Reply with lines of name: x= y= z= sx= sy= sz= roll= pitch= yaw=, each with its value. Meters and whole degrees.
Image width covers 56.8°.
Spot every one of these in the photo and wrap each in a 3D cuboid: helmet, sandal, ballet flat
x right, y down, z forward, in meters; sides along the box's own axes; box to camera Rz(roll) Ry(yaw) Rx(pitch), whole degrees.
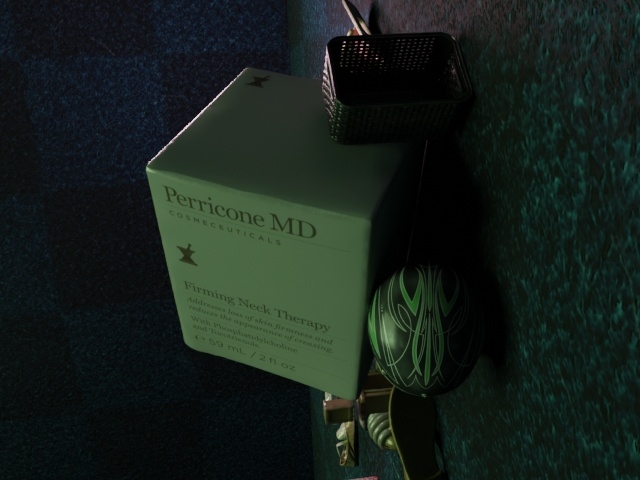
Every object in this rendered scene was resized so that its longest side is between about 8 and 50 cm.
helmet: x=0.139 y=0.112 z=0.781 sx=0.161 sy=0.170 sz=0.169 roll=-58 pitch=-34 yaw=-73
sandal: x=0.163 y=0.358 z=1.048 sx=0.079 sy=0.088 sz=0.239 roll=123 pitch=138 yaw=-69
ballet flat: x=0.086 y=0.662 z=1.954 sx=0.073 sy=0.067 sz=0.206 roll=-122 pitch=28 yaw=-75

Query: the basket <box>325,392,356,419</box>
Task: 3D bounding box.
basket: x=0.070 y=0.457 z=1.804 sx=0.113 sy=0.103 sz=0.167 roll=-128 pitch=33 yaw=-77

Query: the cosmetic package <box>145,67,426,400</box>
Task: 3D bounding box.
cosmetic package: x=-0.032 y=-0.017 z=0.977 sx=0.327 sy=0.330 sz=0.393 roll=-61 pitch=-21 yaw=-44

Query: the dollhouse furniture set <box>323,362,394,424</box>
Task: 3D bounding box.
dollhouse furniture set: x=0.091 y=0.261 z=1.177 sx=0.101 sy=0.182 sz=0.160 roll=-106 pitch=13 yaw=-59

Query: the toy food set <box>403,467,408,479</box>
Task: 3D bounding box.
toy food set: x=0.187 y=0.473 z=1.206 sx=0.082 sy=0.020 sz=0.083 roll=-105 pitch=12 yaw=-57

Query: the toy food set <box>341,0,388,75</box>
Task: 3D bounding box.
toy food set: x=0.031 y=-0.336 z=1.292 sx=0.219 sy=0.093 sz=0.306 roll=-108 pitch=34 yaw=-42

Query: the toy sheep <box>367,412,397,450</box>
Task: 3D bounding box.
toy sheep: x=0.142 y=0.394 z=1.264 sx=0.132 sy=0.091 sz=0.091 roll=-118 pitch=23 yaw=-59

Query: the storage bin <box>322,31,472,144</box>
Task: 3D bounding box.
storage bin: x=0.099 y=-0.206 z=0.805 sx=0.084 sy=0.180 sz=0.122 roll=97 pitch=166 yaw=-63

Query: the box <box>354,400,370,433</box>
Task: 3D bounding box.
box: x=0.120 y=0.445 z=1.674 sx=0.136 sy=0.037 sz=0.225 roll=147 pitch=117 yaw=-82

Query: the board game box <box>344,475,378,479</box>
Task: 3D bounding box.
board game box: x=0.097 y=0.757 z=1.619 sx=0.045 sy=0.147 sz=0.193 roll=113 pitch=152 yaw=-75
